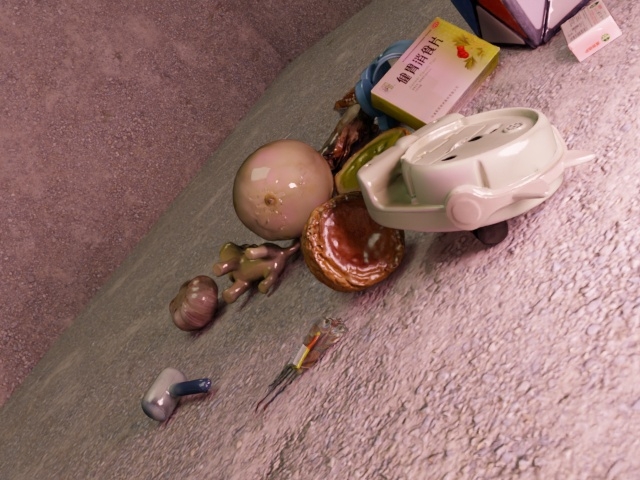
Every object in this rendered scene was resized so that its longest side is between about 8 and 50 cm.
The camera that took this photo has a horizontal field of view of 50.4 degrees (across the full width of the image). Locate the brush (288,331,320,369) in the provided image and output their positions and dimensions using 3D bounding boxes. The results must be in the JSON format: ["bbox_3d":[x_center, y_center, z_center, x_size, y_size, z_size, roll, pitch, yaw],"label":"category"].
[{"bbox_3d":[-0.027,0.185,1.174,0.018,0.021,0.083,-21,26,52],"label":"brush"}]

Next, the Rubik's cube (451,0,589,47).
[{"bbox_3d":[0.451,-0.646,1.520,0.310,0.305,0.307,-44,20,2],"label":"Rubik's cube"}]

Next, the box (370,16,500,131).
[{"bbox_3d":[0.261,-0.370,1.545,0.260,0.175,0.062,-50,-21,-14],"label":"box"}]

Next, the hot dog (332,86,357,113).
[{"bbox_3d":[0.108,-0.465,2.221,0.192,0.053,0.099,-11,34,54],"label":"hot dog"}]

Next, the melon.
[{"bbox_3d":[-0.083,-0.117,1.568,0.223,0.223,0.317,-37,9,19],"label":"melon"}]

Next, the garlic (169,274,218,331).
[{"bbox_3d":[-0.310,0.160,1.711,0.159,0.102,0.147,-48,30,26],"label":"garlic"}]

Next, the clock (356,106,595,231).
[{"bbox_3d":[0.241,-0.116,1.047,0.265,0.109,0.324,-34,24,-32],"label":"clock"}]

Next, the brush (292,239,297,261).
[{"bbox_3d":[-0.059,0.023,1.618,0.016,0.013,0.084,-41,26,24],"label":"brush"}]

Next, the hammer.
[{"bbox_3d":[-0.289,0.312,1.413,0.194,0.069,0.116,-19,30,42],"label":"hammer"}]

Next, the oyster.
[{"bbox_3d":[0.054,-0.254,1.841,0.221,0.096,0.361,-27,25,53],"label":"oyster"}]

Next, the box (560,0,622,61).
[{"bbox_3d":[0.511,-0.400,1.291,0.089,0.043,0.125,-33,22,30],"label":"box"}]

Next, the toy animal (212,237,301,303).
[{"bbox_3d":[-0.169,0.057,1.620,0.233,0.121,0.168,-13,17,47],"label":"toy animal"}]

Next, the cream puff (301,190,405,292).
[{"bbox_3d":[0.049,0.017,1.235,0.183,0.183,0.169,-52,-3,-20],"label":"cream puff"}]

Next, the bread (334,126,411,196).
[{"bbox_3d":[0.126,-0.156,1.526,0.236,0.070,0.236,-38,21,18],"label":"bread"}]

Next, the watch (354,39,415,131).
[{"bbox_3d":[0.208,-0.394,1.713,0.193,0.211,0.211,-15,33,35],"label":"watch"}]

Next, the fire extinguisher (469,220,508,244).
[{"bbox_3d":[0.246,-0.043,1.087,0.062,0.050,0.177,-24,21,0],"label":"fire extinguisher"}]

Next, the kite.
[{"bbox_3d":[-0.040,0.218,1.178,0.229,0.016,0.127,-49,17,-15],"label":"kite"}]
